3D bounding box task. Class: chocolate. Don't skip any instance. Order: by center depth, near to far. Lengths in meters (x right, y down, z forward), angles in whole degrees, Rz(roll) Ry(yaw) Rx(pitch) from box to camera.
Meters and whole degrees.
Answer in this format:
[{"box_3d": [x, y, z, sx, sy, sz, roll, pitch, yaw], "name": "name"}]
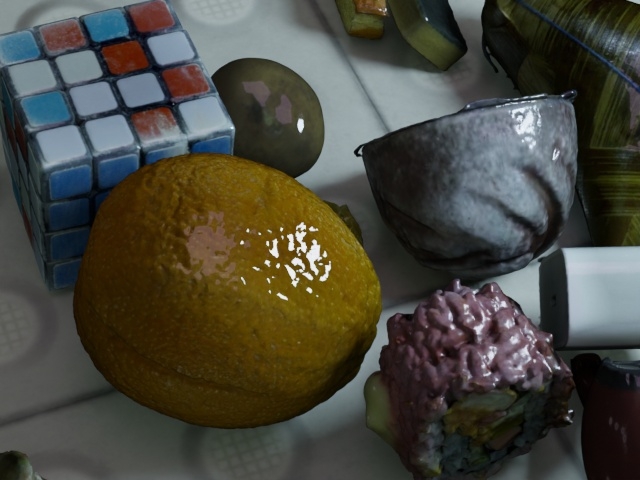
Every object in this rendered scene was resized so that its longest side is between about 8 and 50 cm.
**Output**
[{"box_3d": [0.211, -0.057, 1.895, 0.303, 0.303, 0.213, -13, 86, -15], "name": "chocolate"}]

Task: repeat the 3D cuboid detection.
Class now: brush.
[{"box_3d": [0.152, -0.361, 2.191, 0.059, 0.123, 0.197, -33, 52, 25], "name": "brush"}]

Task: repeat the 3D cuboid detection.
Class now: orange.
[{"box_3d": [-0.108, 0.063, 1.720, 0.357, 0.322, 0.322, 17, 52, -8], "name": "orange"}]

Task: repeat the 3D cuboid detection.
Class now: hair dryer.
[{"box_3d": [0.352, 0.248, 1.740, 0.123, 0.313, 0.340, -5, 17, -3], "name": "hair dryer"}]

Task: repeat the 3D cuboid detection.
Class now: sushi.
[{"box_3d": [0.160, 0.170, 1.695, 0.236, 0.270, 0.171, -24, 60, -6], "name": "sushi"}]

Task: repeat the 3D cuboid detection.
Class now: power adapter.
[{"box_3d": [0.407, 0.073, 1.777, 0.255, 0.187, 0.124, 0, 84, -2], "name": "power adapter"}]

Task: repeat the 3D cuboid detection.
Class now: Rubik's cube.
[{"box_3d": [-0.274, -0.126, 1.886, 0.256, 0.259, 0.253, -15, 54, -18], "name": "Rubik's cube"}]

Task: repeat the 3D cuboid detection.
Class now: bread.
[{"box_3d": [0.059, -0.382, 2.213, 0.065, 0.103, 0.187, -10, 54, -10], "name": "bread"}]

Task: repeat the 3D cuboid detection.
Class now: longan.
[{"box_3d": [-0.081, -0.164, 1.998, 0.167, 0.167, 0.187, -32, 63, -26], "name": "longan"}]

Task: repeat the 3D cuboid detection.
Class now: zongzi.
[{"box_3d": [0.347, -0.161, 2.052, 0.403, 0.208, 0.432, 25, 77, 25], "name": "zongzi"}]

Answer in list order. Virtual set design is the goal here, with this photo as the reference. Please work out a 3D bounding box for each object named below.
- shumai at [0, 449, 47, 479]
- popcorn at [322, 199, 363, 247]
[{"box_3d": [-0.357, 0.337, 1.616, 0.120, 0.201, 0.201, 37, 45, -31], "name": "shumai"}, {"box_3d": [0.000, 0.000, 1.914, 0.116, 0.106, 0.121, -20, 56, -31], "name": "popcorn"}]
